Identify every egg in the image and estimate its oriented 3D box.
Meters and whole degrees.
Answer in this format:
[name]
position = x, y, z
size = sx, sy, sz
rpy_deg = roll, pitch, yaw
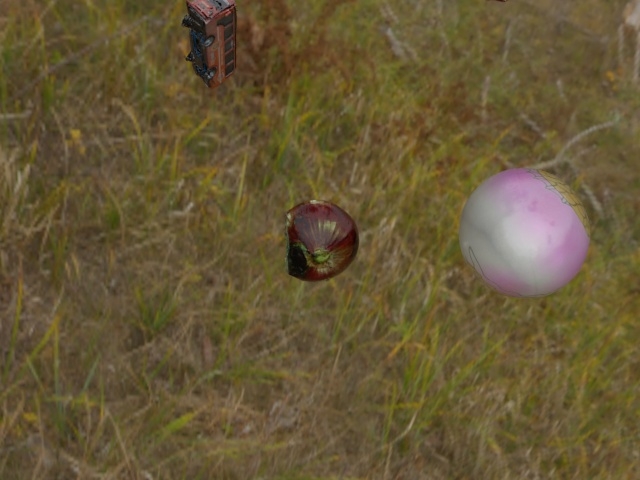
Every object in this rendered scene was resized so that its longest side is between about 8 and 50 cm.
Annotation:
[egg]
position = 0.297, -0.006, 1.527
size = 0.196, 0.196, 0.271
rpy_deg = 16, 24, 1

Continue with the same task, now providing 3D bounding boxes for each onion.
[onion]
position = 0.000, 0.000, 1.467
size = 0.118, 0.117, 0.119
rpy_deg = -2, 38, 1

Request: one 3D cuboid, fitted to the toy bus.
[toy bus]
position = -0.208, -0.385, 2.007
size = 0.096, 0.235, 0.073
rpy_deg = -40, 73, -22
